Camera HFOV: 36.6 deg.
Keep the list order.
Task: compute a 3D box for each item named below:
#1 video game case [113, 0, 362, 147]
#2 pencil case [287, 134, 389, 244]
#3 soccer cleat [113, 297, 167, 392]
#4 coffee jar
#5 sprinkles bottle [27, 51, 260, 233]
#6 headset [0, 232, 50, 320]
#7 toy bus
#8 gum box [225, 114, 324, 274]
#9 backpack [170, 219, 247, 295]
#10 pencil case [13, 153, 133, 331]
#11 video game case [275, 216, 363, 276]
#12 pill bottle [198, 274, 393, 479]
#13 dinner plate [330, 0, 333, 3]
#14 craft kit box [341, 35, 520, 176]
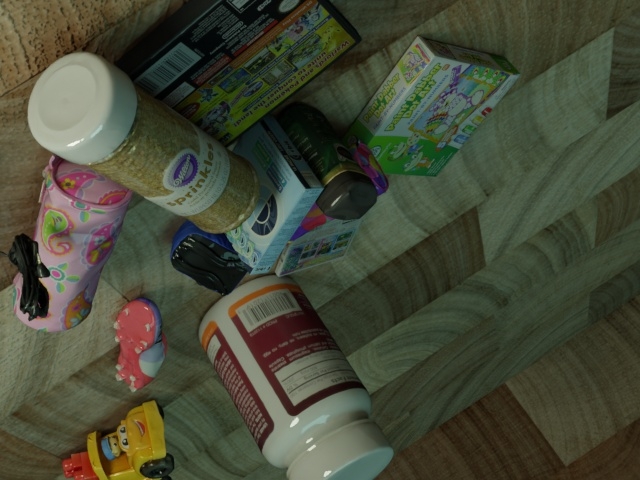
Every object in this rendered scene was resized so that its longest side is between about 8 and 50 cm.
[{"bbox_3d":[-0.109,-0.239,1.264,0.275,0.035,0.248,-36,152,13],"label":"video game case"},{"bbox_3d":[-0.005,-0.070,1.549,0.236,0.104,0.104,-30,155,21],"label":"pencil case"},{"bbox_3d":[-0.306,0.169,1.689,0.095,0.083,0.248,-44,160,-40],"label":"soccer cleat"},{"bbox_3d":[0.006,-0.114,1.443,0.079,0.184,0.096,-46,149,21],"label":"coffee jar"},{"bbox_3d":[-0.207,-0.111,1.219,0.121,0.121,0.355,-39,153,10],"label":"sprinkles bottle"},{"bbox_3d":[-0.519,0.029,1.105,0.394,0.185,0.243,-2,140,-29],"label":"headset"},{"bbox_3d":[-0.408,0.434,1.939,0.211,0.149,0.220,-5,141,-17],"label":"toy bus"},{"bbox_3d":[-0.088,-0.068,1.446,0.041,0.157,0.184,-5,140,-43],"label":"gum box"},{"bbox_3d":[-0.180,0.017,1.548,0.120,0.101,0.098,25,118,-22],"label":"backpack"},{"bbox_3d":[-0.344,0.000,1.329,0.124,0.124,0.284,-11,144,-37],"label":"pencil case"},{"bbox_3d":[0.000,0.000,1.798,0.157,0.019,0.143,-16,148,-32],"label":"video game case"},{"bbox_3d":[-0.045,0.276,1.782,0.224,0.392,0.224,-26,152,-15],"label":"pill bottle"},{"bbox_3d":[-0.028,-0.322,1.262,0.141,0.017,0.141,-25,150,-15],"label":"dinner plate"},{"bbox_3d":[0.179,-0.214,1.616,0.246,0.061,0.250,2,136,-44],"label":"craft kit box"}]
